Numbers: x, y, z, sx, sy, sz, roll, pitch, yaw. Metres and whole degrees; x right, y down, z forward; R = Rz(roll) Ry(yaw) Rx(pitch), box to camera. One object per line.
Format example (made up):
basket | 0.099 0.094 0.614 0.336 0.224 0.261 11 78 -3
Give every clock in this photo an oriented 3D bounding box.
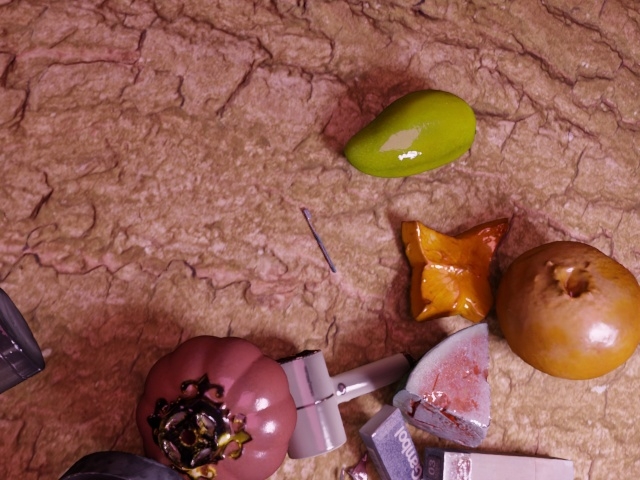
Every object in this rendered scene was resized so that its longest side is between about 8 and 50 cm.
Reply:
clock | -0.328 0.502 0.981 0.313 0.312 0.061 40 27 -5

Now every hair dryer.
hair dryer | 0.072 0.314 1.223 0.362 0.128 0.203 -12 81 -26

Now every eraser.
eraser | 0.159 0.463 1.200 0.092 0.046 0.212 -33 110 -32

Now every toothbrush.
toothbrush | 0.000 0.000 1.315 0.014 0.011 0.167 -25 86 -25

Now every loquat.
loquat | 0.565 0.161 1.289 0.329 0.328 0.328 3 77 -16

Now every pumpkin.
pumpkin | 0.332 0.068 1.354 0.291 0.095 0.258 2 74 -20

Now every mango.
mango | 0.216 -0.253 1.357 0.343 0.156 0.192 -21 84 -18

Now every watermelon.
watermelon | 0.301 0.323 1.212 0.262 0.212 0.201 -36 60 -23

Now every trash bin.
trash bin | -0.674 0.220 0.972 0.302 0.202 0.252 -31 48 -19

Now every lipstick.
lipstick | 0.405 0.516 1.258 0.372 0.076 0.079 13 74 -22

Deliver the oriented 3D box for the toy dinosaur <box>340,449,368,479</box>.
toy dinosaur | 0.075 0.558 1.206 0.108 0.032 0.220 26 63 -6

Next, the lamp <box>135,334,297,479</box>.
lamp | -0.198 0.328 1.042 0.306 0.239 0.304 0 90 9
